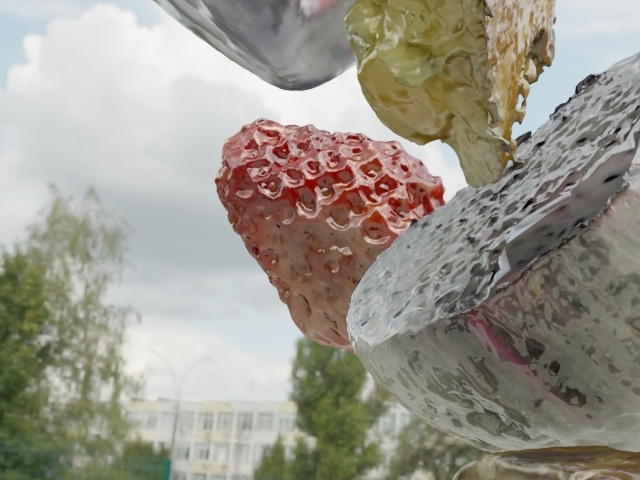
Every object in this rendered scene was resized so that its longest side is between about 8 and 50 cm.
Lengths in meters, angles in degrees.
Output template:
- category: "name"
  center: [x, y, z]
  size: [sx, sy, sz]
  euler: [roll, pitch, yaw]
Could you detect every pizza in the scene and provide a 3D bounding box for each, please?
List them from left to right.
- category: "pizza"
  center: [0.067, -0.154, 0.498]
  size: [0.089, 0.323, 0.223]
  euler: [7, -56, 17]

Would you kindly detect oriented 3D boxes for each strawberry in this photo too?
- category: "strawberry"
  center: [0.000, 0.000, 1.227]
  size: [0.336, 0.149, 0.265]
  euler: [35, -50, 12]

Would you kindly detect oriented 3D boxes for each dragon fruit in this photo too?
- category: "dragon fruit"
  center: [0.178, 0.050, 0.679]
  size: [0.283, 0.204, 0.221]
  euler: [-38, -70, 18]

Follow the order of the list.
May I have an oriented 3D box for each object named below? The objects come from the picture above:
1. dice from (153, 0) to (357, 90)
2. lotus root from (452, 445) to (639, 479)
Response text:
- category: "dice"
  center: [-0.044, -0.291, 0.757]
  size: [0.270, 0.271, 0.270]
  euler: [38, 0, 14]
- category: "lotus root"
  center: [0.121, 0.173, 0.375]
  size: [0.074, 0.170, 0.261]
  euler: [7, 28, -20]
